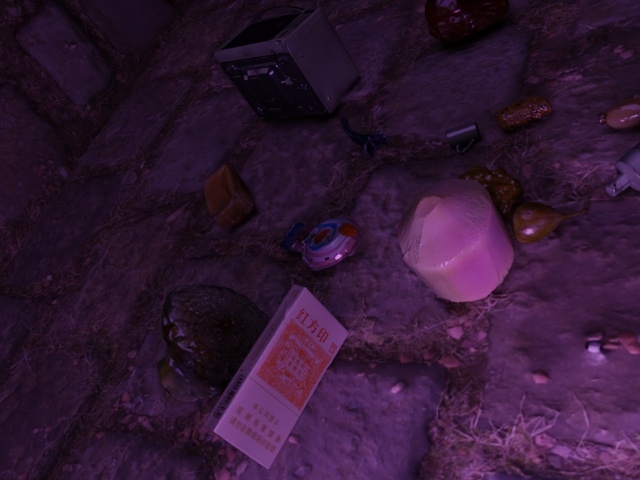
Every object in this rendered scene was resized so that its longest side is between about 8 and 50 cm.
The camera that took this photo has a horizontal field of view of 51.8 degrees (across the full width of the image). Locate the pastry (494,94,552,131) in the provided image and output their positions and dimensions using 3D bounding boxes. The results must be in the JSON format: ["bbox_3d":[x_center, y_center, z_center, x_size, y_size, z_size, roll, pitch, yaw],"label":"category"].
[{"bbox_3d":[0.524,-0.331,1.704,0.140,0.056,0.080,-25,28,22],"label":"pastry"}]

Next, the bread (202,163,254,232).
[{"bbox_3d":[-0.305,-0.143,2.177,0.136,0.107,0.241,-37,37,8],"label":"bread"}]

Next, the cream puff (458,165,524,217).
[{"bbox_3d":[0.400,-0.116,1.540,0.156,0.121,0.156,-23,41,22],"label":"cream puff"}]

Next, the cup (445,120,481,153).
[{"bbox_3d":[0.385,-0.278,1.771,0.083,0.054,0.075,-17,42,24],"label":"cup"}]

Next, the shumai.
[{"bbox_3d":[-0.286,0.294,1.703,0.263,0.304,0.309,-61,28,33],"label":"shumai"}]

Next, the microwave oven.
[{"bbox_3d":[-0.129,-0.610,2.308,0.394,0.333,0.247,7,54,45],"label":"microwave oven"}]

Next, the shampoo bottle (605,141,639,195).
[{"bbox_3d":[0.708,-0.184,1.379,0.262,0.085,0.085,-39,37,2],"label":"shampoo bottle"}]

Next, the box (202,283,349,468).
[{"bbox_3d":[-0.088,0.301,1.470,0.051,0.204,0.365,10,60,45],"label":"box"}]

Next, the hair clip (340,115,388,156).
[{"bbox_3d":[0.113,-0.337,2.068,0.083,0.048,0.275,-45,36,1],"label":"hair clip"}]

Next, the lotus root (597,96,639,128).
[{"bbox_3d":[0.714,-0.291,1.499,0.150,0.062,0.073,-9,25,32],"label":"lotus root"}]

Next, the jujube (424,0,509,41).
[{"bbox_3d":[0.455,-0.724,2.064,0.255,0.190,0.190,-17,42,17],"label":"jujube"}]

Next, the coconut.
[{"bbox_3d":[0.284,-0.010,1.432,0.233,0.245,0.233,-24,40,21],"label":"coconut"}]

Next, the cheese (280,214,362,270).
[{"bbox_3d":[0.000,0.000,1.804,0.286,0.074,0.189,10,58,47],"label":"cheese"}]

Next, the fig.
[{"bbox_3d":[0.491,-0.060,1.433,0.166,0.093,0.093,-33,38,14],"label":"fig"}]
